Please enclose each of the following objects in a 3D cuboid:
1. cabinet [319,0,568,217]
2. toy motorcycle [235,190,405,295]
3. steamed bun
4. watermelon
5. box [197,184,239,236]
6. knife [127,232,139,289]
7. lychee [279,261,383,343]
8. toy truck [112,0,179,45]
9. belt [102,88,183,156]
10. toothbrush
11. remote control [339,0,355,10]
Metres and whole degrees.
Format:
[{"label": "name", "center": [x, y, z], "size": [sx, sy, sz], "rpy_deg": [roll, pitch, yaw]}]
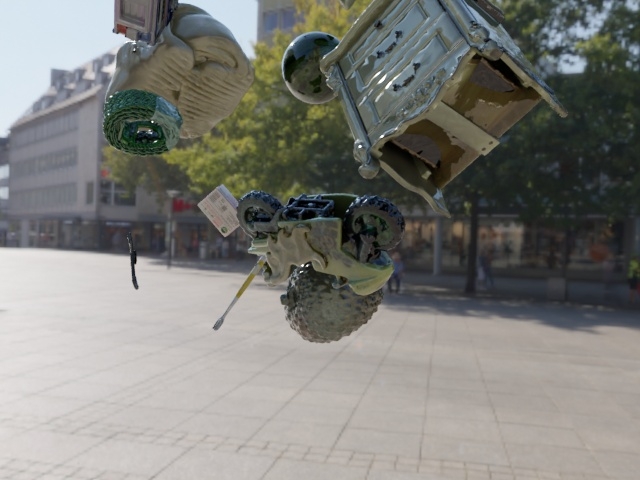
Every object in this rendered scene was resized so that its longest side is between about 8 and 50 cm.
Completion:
[{"label": "cabinet", "center": [0.194, -0.263, 1.132], "size": [0.227, 0.318, 0.290], "rpy_deg": [25, -55, -35]}, {"label": "toy motorcycle", "center": [0.000, 0.000, 1.462], "size": [0.410, 0.236, 0.169], "rpy_deg": [6, 33, 30]}, {"label": "steamed bun", "center": [-0.369, -0.458, 1.745], "size": [0.368, 0.255, 0.342], "rpy_deg": [-33, -30, 30]}, {"label": "watermelon", "center": [-0.018, -0.452, 1.776], "size": [0.188, 0.188, 0.215], "rpy_deg": [2, -26, -43]}, {"label": "box", "center": [-0.278, -0.086, 1.907], "size": [0.089, 0.125, 0.043], "rpy_deg": [-36, 7, 25]}, {"label": "knife", "center": [-0.605, 0.071, 2.151], "size": [0.021, 0.222, 0.045], "rpy_deg": [4, -38, -30]}, {"label": "lychee", "center": [0.029, 0.140, 1.699], "size": [0.274, 0.255, 0.255], "rpy_deg": [2, -1, -24]}, {"label": "toy truck", "center": [-0.372, -0.566, 1.411], "size": [0.124, 0.155, 0.268], "rpy_deg": [17, -35, -6]}, {"label": "belt", "center": [-0.340, -0.218, 1.273], "size": [0.151, 0.079, 0.121], "rpy_deg": [6, -46, -29]}, {"label": "toothbrush", "center": [-0.244, 0.156, 2.039], "size": [0.021, 0.288, 0.024], "rpy_deg": [34, -6, -1]}, {"label": "remote control", "center": [0.147, -0.777, 1.828], "size": [0.038, 0.309, 0.090], "rpy_deg": [37, 9, 7]}]
